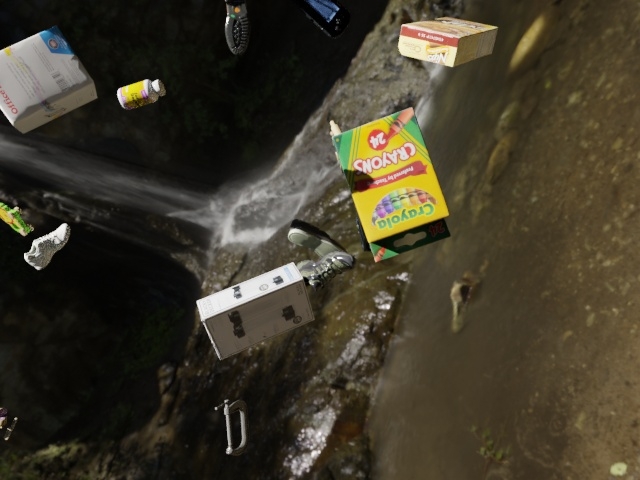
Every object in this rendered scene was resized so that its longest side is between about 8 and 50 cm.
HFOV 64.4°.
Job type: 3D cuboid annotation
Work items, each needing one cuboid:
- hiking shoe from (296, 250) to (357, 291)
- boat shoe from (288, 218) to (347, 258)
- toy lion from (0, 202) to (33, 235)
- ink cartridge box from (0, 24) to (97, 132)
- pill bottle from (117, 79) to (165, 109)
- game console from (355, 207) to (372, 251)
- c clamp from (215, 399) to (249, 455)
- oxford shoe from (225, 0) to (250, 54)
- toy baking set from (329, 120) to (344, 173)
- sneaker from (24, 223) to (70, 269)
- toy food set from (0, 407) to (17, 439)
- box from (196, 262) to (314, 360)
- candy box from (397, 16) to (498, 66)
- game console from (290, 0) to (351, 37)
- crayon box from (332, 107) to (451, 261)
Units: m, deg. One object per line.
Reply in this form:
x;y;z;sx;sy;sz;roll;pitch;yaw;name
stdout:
0.016;0.110;1.612;0.226;0.086;0.114;-17;45;32;hiking shoe
0.000;0.000;1.675;0.081;0.227;0.069;-39;34;42;boat shoe
-0.901;-0.065;1.481;0.034;0.096;0.100;-56;-36;-40;toy lion
-0.760;-0.427;1.372;0.232;0.171;0.168;-34;13;-17;ink cartridge box
-0.348;-0.287;0.991;0.043;0.083;0.043;-15;-90;-83;pill bottle
0.151;-0.034;1.566;0.071;0.107;0.122;-50;43;50;game console
-0.229;0.488;1.327;0.137;0.022;0.161;-13;-84;-67;c clamp
-0.270;-0.729;1.675;0.096;0.082;0.227;-100;10;-78;oxford shoe
0.081;-0.287;1.728;0.256;0.030;0.197;-110;2;-52;toy baking set
-0.783;0.010;1.461;0.053;0.061;0.152;21;71;42;sneaker
-0.778;0.418;1.185;0.019;0.122;0.078;99;-165;-87;toy food set
-0.177;0.195;1.413;0.087;0.289;0.169;-127;18;-52;box
0.389;-0.605;1.532;0.316;0.183;0.088;-34;-39;-45;candy box
-0.061;-0.703;1.361;0.213;0.361;0.044;-56;16;-15;game console
0.174;-0.127;1.207;0.081;0.202;0.319;-14;-96;-86;crayon box
